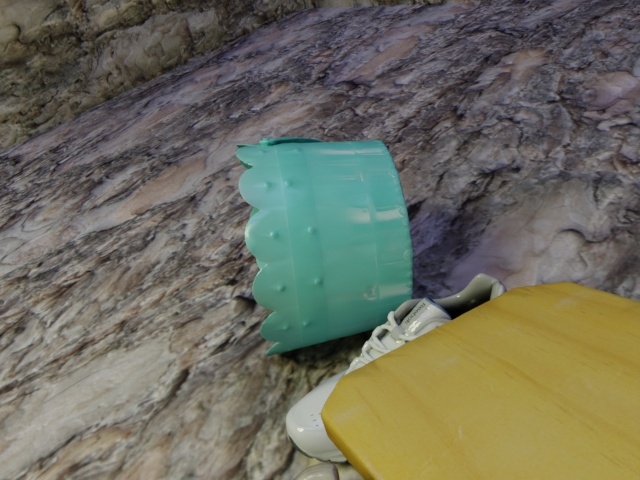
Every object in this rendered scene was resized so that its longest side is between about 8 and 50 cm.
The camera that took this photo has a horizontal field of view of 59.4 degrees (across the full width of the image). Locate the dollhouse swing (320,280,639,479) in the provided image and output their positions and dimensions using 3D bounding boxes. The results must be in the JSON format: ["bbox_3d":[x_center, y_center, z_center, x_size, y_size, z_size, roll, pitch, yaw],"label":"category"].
[{"bbox_3d":[0.213,0.220,0.428,0.346,0.315,0.305,-24,1,-18],"label":"dollhouse swing"}]

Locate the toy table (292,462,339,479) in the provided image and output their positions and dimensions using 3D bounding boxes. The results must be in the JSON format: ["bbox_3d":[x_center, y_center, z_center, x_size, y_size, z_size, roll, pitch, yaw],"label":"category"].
[{"bbox_3d":[-0.051,0.283,0.367,0.160,0.252,0.274,-7,6,3],"label":"toy table"}]

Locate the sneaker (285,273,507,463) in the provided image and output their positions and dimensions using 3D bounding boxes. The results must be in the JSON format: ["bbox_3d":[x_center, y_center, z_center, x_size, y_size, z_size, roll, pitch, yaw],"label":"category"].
[{"bbox_3d":[0.089,0.130,0.620,0.297,0.129,0.111,-27,36,-16],"label":"sneaker"}]

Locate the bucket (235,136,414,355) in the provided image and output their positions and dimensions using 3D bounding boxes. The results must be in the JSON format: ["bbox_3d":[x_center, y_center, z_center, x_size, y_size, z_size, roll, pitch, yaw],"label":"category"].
[{"bbox_3d":[0.000,0.000,0.727,0.183,0.281,0.281,-8,33,-5],"label":"bucket"}]
